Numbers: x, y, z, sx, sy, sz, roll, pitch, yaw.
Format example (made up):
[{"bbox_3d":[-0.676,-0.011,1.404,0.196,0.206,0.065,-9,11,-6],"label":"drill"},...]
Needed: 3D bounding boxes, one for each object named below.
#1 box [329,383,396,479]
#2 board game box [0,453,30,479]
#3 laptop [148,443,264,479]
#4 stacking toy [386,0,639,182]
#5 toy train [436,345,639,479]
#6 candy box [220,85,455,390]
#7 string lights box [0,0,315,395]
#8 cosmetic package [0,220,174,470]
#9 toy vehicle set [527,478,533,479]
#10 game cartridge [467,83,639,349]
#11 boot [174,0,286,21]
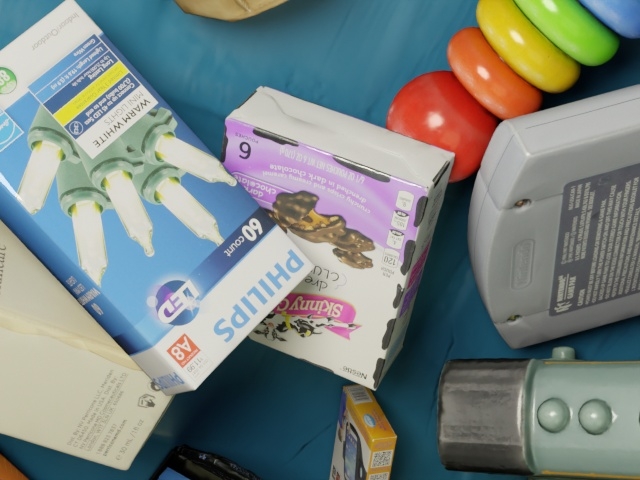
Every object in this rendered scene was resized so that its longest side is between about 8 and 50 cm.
[{"bbox_3d":[0.037,0.213,1.106,0.028,0.081,0.136,-3,121,-20],"label":"box"},{"bbox_3d":[-0.370,0.436,0.990,0.356,0.356,0.356,-29,122,12],"label":"board game box"},{"bbox_3d":[-0.060,0.303,1.080,0.234,0.264,0.136,32,75,-13],"label":"laptop"},{"bbox_3d":[0.179,-0.167,0.883,0.141,0.141,0.330,31,117,-26],"label":"stacking toy"},{"bbox_3d":[0.260,0.157,0.995,0.334,0.142,0.190,-3,169,37],"label":"toy train"},{"bbox_3d":[0.000,0.000,0.925,0.165,0.070,0.196,20,125,13],"label":"candy box"},{"bbox_3d":[-0.144,-0.028,0.839,0.260,0.077,0.133,47,66,-7],"label":"string lights box"},{"bbox_3d":[-0.268,0.048,0.901,0.309,0.160,0.113,23,114,-24],"label":"cosmetic package"},{"bbox_3d":[0.278,0.354,1.268,0.166,0.035,0.267,4,120,-13],"label":"toy vehicle set"},{"bbox_3d":[0.220,-0.015,0.963,0.196,0.060,0.294,-18,146,-6],"label":"game cartridge"},{"bbox_3d":[-0.145,-0.229,0.765,0.236,0.089,0.269,-16,148,22],"label":"boot"}]
